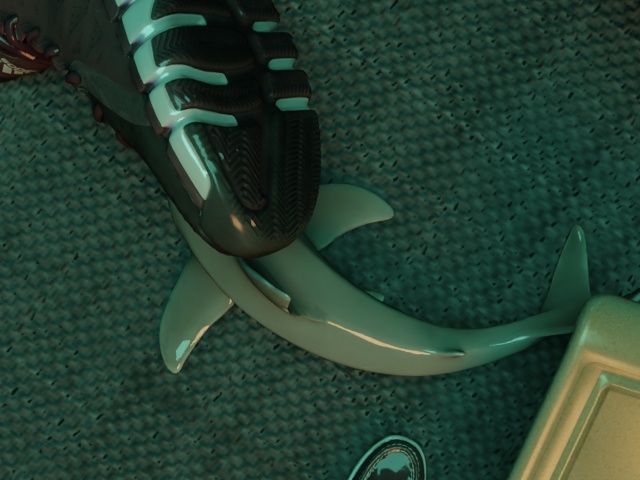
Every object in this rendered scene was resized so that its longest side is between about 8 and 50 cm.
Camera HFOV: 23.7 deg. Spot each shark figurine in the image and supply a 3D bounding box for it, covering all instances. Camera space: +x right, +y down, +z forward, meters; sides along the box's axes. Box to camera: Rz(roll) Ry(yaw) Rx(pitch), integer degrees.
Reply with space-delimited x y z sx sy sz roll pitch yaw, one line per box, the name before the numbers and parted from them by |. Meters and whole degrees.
shark figurine | 0.014 0.025 0.792 0.278 0.116 0.166 24 90 4

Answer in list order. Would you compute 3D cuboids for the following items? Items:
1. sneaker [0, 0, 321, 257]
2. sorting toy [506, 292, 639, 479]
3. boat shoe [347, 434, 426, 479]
sneaker | -0.111 -0.094 0.789 0.162 0.106 0.281 -33 70 34
sorting toy | 0.229 0.172 0.796 0.307 0.041 0.229 18 101 -13
boat shoe | 0.022 0.165 0.821 0.046 0.038 0.125 28 89 2
